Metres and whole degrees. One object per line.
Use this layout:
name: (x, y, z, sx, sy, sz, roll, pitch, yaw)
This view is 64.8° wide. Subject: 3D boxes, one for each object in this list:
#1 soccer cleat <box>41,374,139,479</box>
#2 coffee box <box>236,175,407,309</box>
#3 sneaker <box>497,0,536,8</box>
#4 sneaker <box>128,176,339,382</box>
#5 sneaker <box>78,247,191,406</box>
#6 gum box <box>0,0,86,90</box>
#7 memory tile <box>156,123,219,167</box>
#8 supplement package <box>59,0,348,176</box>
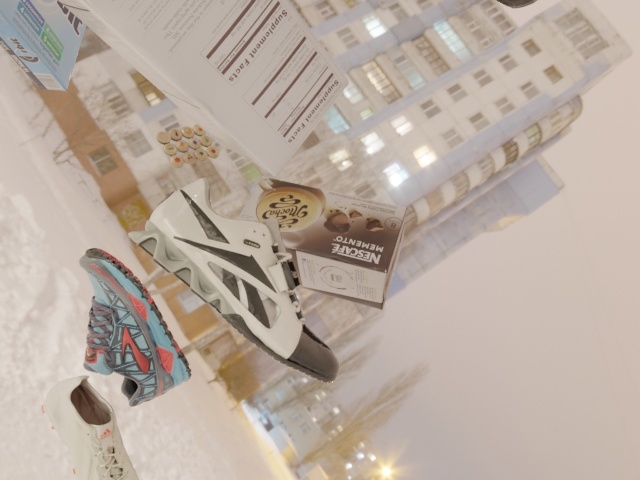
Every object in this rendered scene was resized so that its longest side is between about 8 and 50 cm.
soccer cleat: (-0.287, 0.267, 0.655, 0.196, 0.076, 0.068, 59, 22, -2)
coffee box: (0.000, 0.000, 0.961, 0.297, 0.168, 0.119, 14, -39, 13)
sneaker: (0.115, -0.310, 0.398, 0.109, 0.130, 0.286, 2, -41, 45)
sneaker: (-0.077, 0.050, 0.666, 0.330, 0.146, 0.122, 43, -10, -8)
sneaker: (-0.287, 0.137, 0.724, 0.104, 0.125, 0.262, 19, -44, 53)
gum box: (-0.334, -0.303, 0.602, 0.157, 0.041, 0.184, 88, 8, -72)
memory tile: (-0.355, -0.258, 1.358, 0.113, 0.148, 0.012, 60, -38, 7)
supplement package: (-0.110, -0.200, 0.500, 0.139, 0.134, 0.244, 35, -4, 45)
